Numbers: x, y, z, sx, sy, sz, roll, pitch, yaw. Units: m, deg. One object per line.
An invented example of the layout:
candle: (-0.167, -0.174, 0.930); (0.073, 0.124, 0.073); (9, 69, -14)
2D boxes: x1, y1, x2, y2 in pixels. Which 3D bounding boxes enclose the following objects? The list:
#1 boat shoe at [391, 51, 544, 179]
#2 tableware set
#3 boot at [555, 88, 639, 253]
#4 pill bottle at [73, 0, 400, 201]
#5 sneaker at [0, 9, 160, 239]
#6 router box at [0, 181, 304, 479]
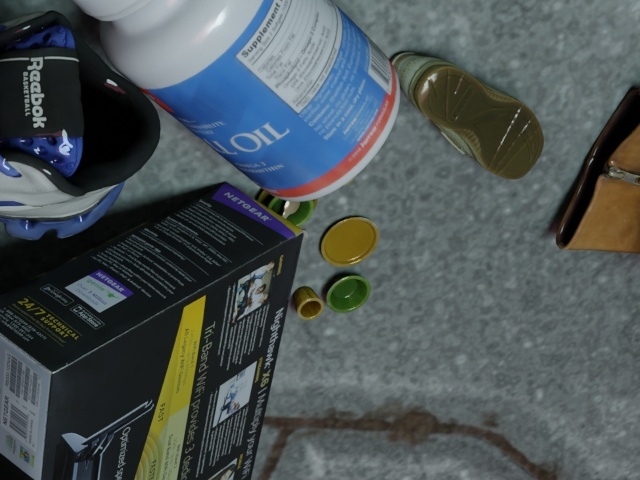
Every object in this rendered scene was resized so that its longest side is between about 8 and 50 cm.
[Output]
boat shoe: (0.110, -0.093, 1.065); (0.153, 0.048, 0.056); (25, 102, -44)
tableware set: (0.000, 0.000, 1.100); (0.104, 0.024, 0.154); (-8, 129, -18)
boot: (0.325, 0.016, 1.205); (0.280, 0.096, 0.264); (5, 125, -26)
pill bottle: (-0.059, -0.128, 0.904); (0.124, 0.124, 0.221); (-41, 130, 12)
sneaker: (-0.225, -0.075, 0.819); (0.315, 0.127, 0.182); (1, 168, -33)
router box: (-0.140, 0.138, 1.038); (0.243, 0.081, 0.309); (-30, 143, -45)
